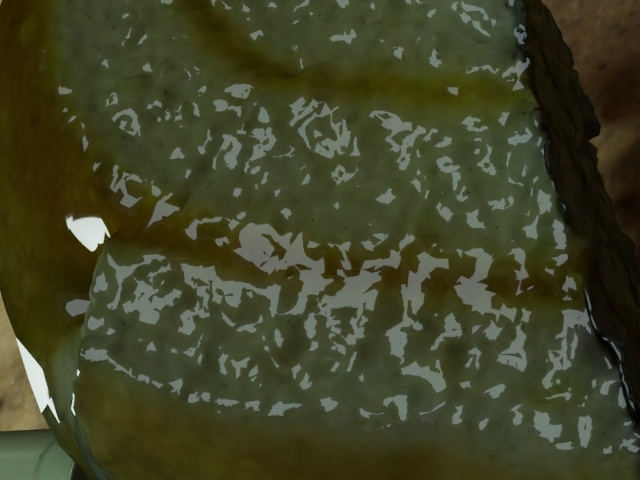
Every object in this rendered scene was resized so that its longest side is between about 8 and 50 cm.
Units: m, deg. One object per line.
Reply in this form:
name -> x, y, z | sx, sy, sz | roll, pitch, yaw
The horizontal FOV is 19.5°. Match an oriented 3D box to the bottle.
bottle -> -0.176, 0.148, 1.113 | 0.201, 0.072, 0.072 | -9, 58, 48

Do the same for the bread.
bread -> -0.003, 0.007, 0.789 | 0.264, 0.239, 0.395 | -16, 48, 9
